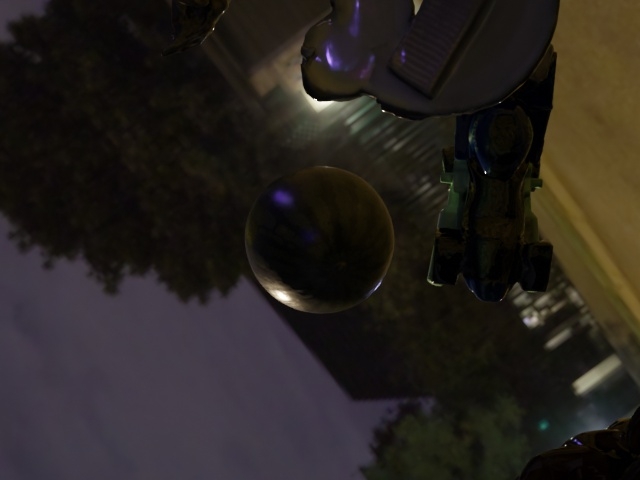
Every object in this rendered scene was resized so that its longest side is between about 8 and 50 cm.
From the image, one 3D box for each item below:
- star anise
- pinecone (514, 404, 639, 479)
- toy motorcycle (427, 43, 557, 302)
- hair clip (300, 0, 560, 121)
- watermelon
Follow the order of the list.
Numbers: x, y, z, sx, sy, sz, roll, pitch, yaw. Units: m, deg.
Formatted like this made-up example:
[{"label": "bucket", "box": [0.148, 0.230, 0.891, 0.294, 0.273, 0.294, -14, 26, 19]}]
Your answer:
[{"label": "star anise", "box": [-0.114, -0.294, 1.221, 0.061, 0.204, 0.180, 20, 141, 3]}, {"label": "pinecone", "box": [0.291, 0.300, 0.885, 0.398, 0.398, 0.398, 53, -176, -5]}, {"label": "toy motorcycle", "box": [0.183, -0.100, 1.181, 0.196, 0.125, 0.331, -59, -28, -78]}, {"label": "hair clip", "box": [0.067, -0.128, 0.575, 0.116, 0.172, 0.049, 35, -158, 22]}, {"label": "watermelon", "box": [0.000, 0.000, 1.580, 0.212, 0.212, 0.212, 53, -176, -5]}]
